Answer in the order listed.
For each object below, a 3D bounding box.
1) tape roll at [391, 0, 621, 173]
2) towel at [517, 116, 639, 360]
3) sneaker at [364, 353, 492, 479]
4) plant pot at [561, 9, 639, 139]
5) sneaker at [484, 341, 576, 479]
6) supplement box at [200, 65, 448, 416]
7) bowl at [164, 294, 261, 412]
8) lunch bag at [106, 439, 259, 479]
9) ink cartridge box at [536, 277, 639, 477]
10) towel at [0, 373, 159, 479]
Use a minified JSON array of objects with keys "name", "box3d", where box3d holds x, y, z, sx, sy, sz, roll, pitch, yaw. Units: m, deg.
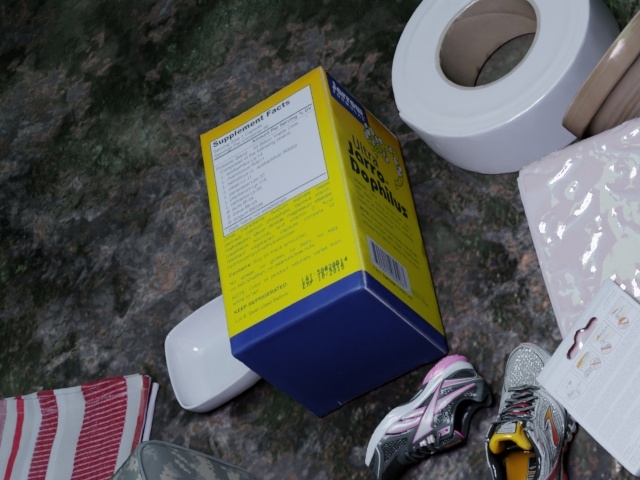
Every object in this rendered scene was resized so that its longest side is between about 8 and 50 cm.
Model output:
[{"name":"tape roll","box3d":[0.231,-0.227,2.190,0.286,0.100,0.286,-19,52,27]},{"name":"towel","box3d":[0.398,0.005,1.872,0.331,0.053,0.317,-23,70,26]},{"name":"sneaker","box3d":[0.126,0.217,2.003,0.178,0.072,0.077,-52,54,6]},{"name":"plant pot","box3d":[0.392,-0.192,1.992,0.109,0.237,0.237,39,89,10]},{"name":"sneaker","box3d":[0.230,0.209,1.905,0.088,0.092,0.225,-19,51,29]},{"name":"supplement box","box3d":[0.000,0.000,2.154,0.194,0.195,0.357,-28,49,21]},{"name":"bowl","box3d":[-0.128,0.150,2.258,0.142,0.053,0.142,-33,46,16]},{"name":"lunch bag","box3d":[-0.184,0.428,2.020,0.256,0.212,0.305,-49,41,26]},{"name":"ink cartridge box","box3d":[0.329,0.147,1.847,0.145,0.045,0.179,-57,41,12]},{"name":"towel","box3d":[-0.372,0.309,2.359,0.329,0.037,0.237,-12,56,32]}]
